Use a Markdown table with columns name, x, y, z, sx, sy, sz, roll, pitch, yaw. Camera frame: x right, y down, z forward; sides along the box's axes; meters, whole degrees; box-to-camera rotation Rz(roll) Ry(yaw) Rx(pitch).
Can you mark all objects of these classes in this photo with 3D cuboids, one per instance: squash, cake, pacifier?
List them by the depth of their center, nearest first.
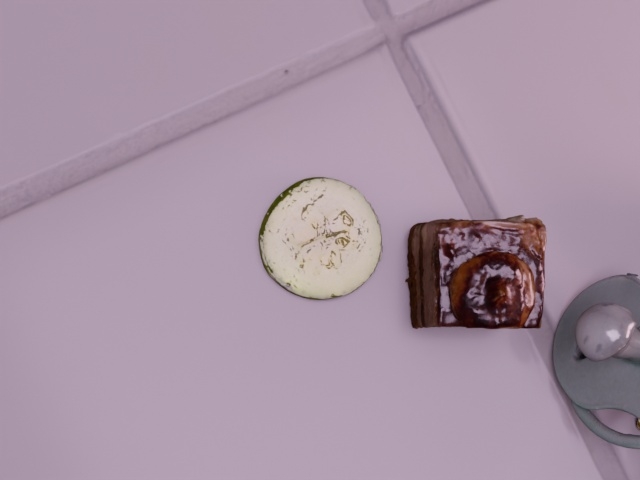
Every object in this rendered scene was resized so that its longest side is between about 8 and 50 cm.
| name | x | y | z | sx | sy | sz | roll | pitch | yaw |
| --- | --- | --- | --- | --- | --- | --- | --- | --- | --- |
| pacifier | 0.498 | 0.185 | 1.623 | 0.269 | 0.343 | 0.288 | 24 | 82 | -41 |
| cake | 0.255 | 0.052 | 1.645 | 0.196 | 0.293 | 0.198 | 2 | 87 | -3 |
| squash | 0.000 | -0.001 | 1.762 | 0.219 | 0.041 | 0.219 | 0 | 82 | -2 |

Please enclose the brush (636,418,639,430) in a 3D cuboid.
| name | x | y | z | sx | sy | sz | roll | pitch | yaw |
| --- | --- | --- | --- | --- | --- | --- | --- | --- | --- |
| brush | 0.645 | 0.368 | 1.763 | 0.205 | 0.011 | 0.083 | 31 | 83 | 2 |
